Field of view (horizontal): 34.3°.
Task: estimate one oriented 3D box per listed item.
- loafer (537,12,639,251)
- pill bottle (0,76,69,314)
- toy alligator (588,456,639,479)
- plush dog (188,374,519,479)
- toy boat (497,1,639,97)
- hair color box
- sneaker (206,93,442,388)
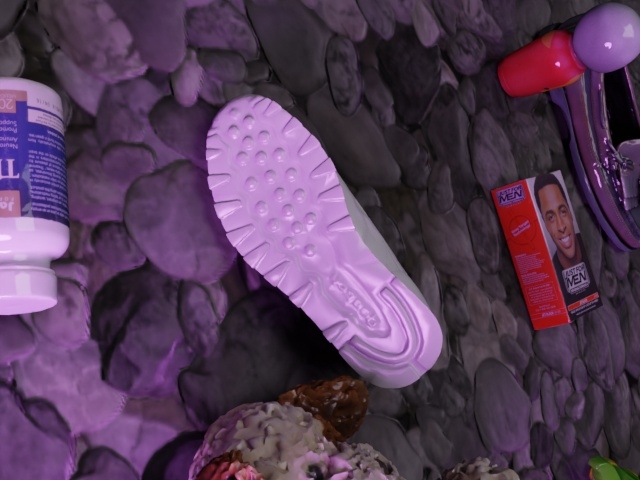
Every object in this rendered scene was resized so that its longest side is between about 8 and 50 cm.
[{"bbox_3d":[0.319,-0.118,1.122,0.096,0.084,0.268,-29,98,-49],"label":"loafer"},{"bbox_3d":[-0.172,-0.023,0.567,0.067,0.067,0.120,7,71,-46],"label":"pill bottle"},{"bbox_3d":[0.307,0.259,1.002,0.189,0.056,0.051,31,95,-35],"label":"toy alligator"},{"bbox_3d":[0.008,0.196,0.635,0.225,0.210,0.262,53,14,0],"label":"plush dog"},{"bbox_3d":[0.226,-0.307,1.043,0.267,0.148,0.318,-1,76,-48],"label":"toy boat"},{"bbox_3d":[0.219,0.008,1.001,0.072,0.043,0.141,-16,88,-48],"label":"hair color box"},{"bbox_3d":[0.000,0.000,0.747,0.235,0.090,0.095,57,10,-3],"label":"sneaker"}]
